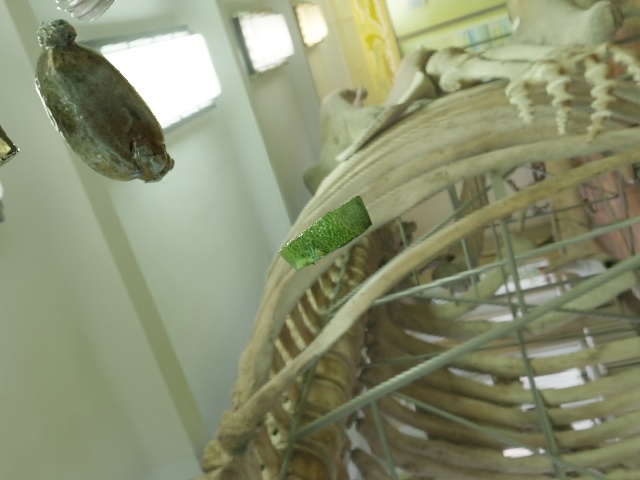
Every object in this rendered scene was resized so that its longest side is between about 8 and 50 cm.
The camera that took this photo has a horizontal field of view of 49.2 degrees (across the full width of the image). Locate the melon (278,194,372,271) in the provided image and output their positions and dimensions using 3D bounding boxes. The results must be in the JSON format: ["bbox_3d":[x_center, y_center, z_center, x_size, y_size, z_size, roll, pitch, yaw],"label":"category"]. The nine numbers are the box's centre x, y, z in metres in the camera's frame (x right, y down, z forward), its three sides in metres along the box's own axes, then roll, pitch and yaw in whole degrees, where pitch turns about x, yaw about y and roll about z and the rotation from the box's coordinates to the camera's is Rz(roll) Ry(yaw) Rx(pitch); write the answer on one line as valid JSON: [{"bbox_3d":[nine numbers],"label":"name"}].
[{"bbox_3d":[0.000,0.000,1.235,0.064,0.118,0.209,54,150,-1],"label":"melon"}]

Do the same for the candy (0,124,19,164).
[{"bbox_3d":[-0.624,-0.174,1.163,0.185,0.137,0.195,59,-176,-18],"label":"candy"}]

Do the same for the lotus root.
[{"bbox_3d":[-0.427,-0.252,1.332,0.349,0.175,0.175,57,-159,-23],"label":"lotus root"}]

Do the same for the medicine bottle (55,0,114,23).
[{"bbox_3d":[-0.424,-0.444,0.960,0.324,0.179,0.124,35,-97,-47],"label":"medicine bottle"}]
